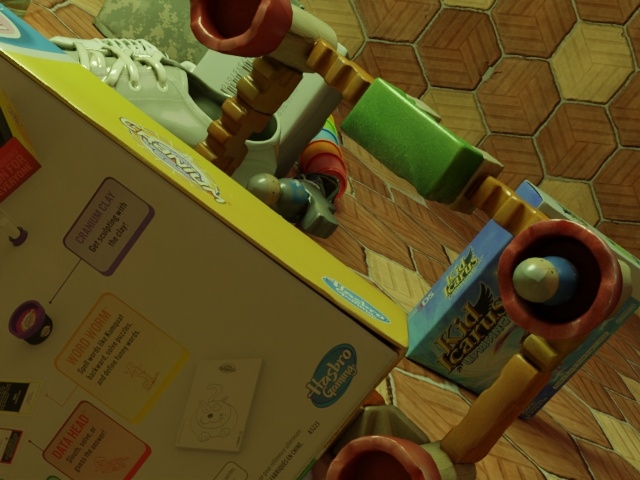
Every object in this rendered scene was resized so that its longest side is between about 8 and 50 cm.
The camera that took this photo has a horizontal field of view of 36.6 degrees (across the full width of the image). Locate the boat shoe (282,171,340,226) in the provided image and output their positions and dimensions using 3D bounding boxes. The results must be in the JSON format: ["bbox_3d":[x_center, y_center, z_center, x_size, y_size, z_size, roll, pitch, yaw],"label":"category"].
[{"bbox_3d":[-0.036,-0.069,1.411,0.084,0.079,0.233,44,16,15],"label":"boat shoe"}]

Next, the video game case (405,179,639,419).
[{"bbox_3d":[0.273,0.089,1.277,0.244,0.269,0.061,30,18,-28],"label":"video game case"}]

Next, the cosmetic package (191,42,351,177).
[{"bbox_3d":[-0.070,-0.211,1.398,0.156,0.217,0.385,37,4,0],"label":"cosmetic package"}]

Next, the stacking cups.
[{"bbox_3d":[0.004,-0.155,1.763,0.096,0.096,0.316,32,17,-22],"label":"stacking cups"}]

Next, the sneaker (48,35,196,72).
[{"bbox_3d":[-0.274,-0.241,1.330,0.235,0.095,0.090,16,27,-53],"label":"sneaker"}]

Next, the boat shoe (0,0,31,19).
[{"bbox_3d":[-0.432,-0.332,1.263,0.068,0.072,0.190,38,14,-2],"label":"boat shoe"}]

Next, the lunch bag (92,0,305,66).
[{"bbox_3d":[-0.212,-0.386,1.649,0.287,0.235,0.169,36,20,-11],"label":"lunch bag"}]

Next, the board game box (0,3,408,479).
[{"bbox_3d":[-0.157,0.035,0.438,0.316,0.242,0.064,38,13,-4],"label":"board game box"}]

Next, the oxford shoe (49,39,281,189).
[{"bbox_3d":[-0.229,-0.152,1.030,0.449,0.130,0.169,17,30,-32],"label":"oxford shoe"}]

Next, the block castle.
[{"bbox_3d":[0.000,0.000,0.817,0.453,0.303,0.213,44,16,25],"label":"block castle"}]
